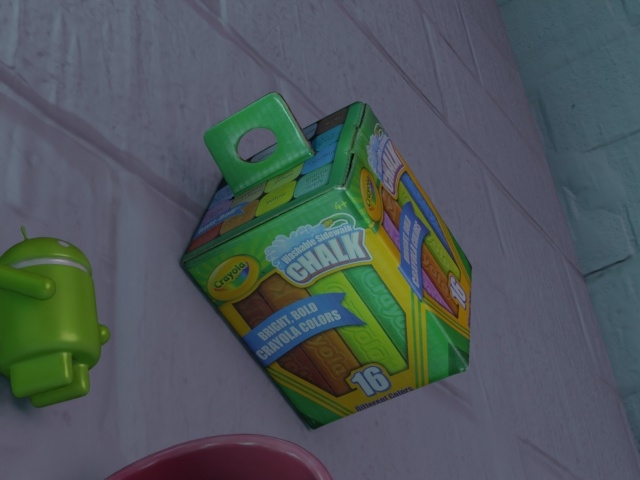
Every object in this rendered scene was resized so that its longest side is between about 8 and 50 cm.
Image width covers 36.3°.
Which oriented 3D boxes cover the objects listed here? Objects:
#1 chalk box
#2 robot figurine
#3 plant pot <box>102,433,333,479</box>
[{"bbox_3d":[0.000,0.000,0.935,0.289,0.180,0.179,53,26,-23],"label":"chalk box"},{"bbox_3d":[-0.181,0.049,0.644,0.101,0.067,0.115,59,16,-62],"label":"robot figurine"},{"bbox_3d":[-0.059,0.247,0.580,0.201,0.201,0.180,-69,145,-59],"label":"plant pot"}]
